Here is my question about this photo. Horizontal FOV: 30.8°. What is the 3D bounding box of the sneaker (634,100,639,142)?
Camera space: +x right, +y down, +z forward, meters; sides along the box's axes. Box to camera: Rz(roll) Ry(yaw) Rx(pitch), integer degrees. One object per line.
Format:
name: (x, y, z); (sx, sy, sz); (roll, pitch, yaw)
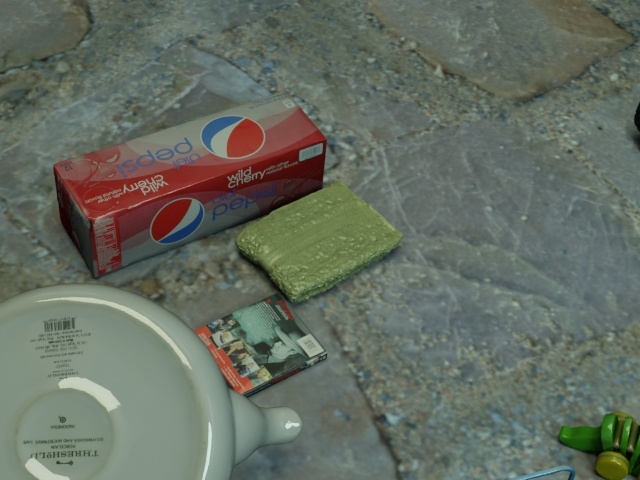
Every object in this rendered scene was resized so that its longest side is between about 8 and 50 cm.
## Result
sneaker: (0.473, -0.074, 1.230); (0.121, 0.111, 0.300); (-16, 53, -24)

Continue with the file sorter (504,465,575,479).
file sorter: (0.172, 0.272, 0.880); (0.118, 0.104, 0.170); (-11, 49, -16)

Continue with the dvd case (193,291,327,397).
dvd case: (-0.066, 0.102, 1.078); (0.119, 0.013, 0.087); (-25, 54, -24)

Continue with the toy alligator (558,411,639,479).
toy alligator: (0.303, 0.187, 1.006); (0.190, 0.051, 0.056); (18, 49, 11)

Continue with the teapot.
teapot: (-0.187, 0.158, 0.908); (0.256, 0.187, 0.252); (39, 80, 5)

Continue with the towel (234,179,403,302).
towel: (0.000, 0.000, 1.169); (0.148, 0.027, 0.110); (-29, 57, -29)

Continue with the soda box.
soda box: (-0.129, -0.062, 1.176); (0.263, 0.083, 0.092); (-21, 53, -23)
